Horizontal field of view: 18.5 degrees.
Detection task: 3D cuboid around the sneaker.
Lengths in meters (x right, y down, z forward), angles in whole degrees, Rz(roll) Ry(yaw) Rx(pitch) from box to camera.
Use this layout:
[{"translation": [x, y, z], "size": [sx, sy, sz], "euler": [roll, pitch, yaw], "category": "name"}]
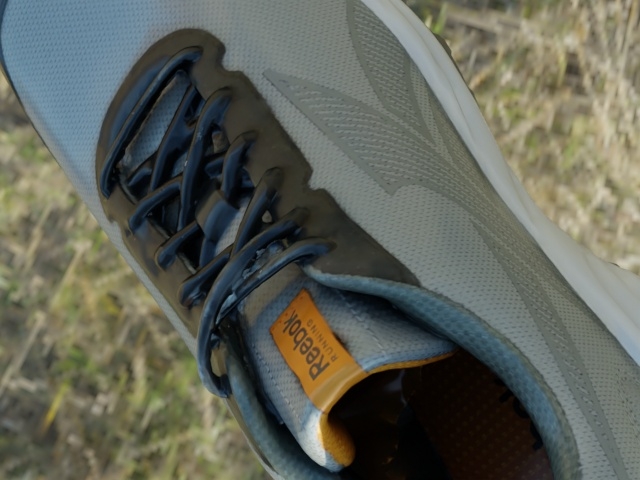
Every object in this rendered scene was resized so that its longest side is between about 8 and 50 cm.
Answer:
[{"translation": [0.000, 0.000, 0.502], "size": [0.271, 0.108, 0.100], "euler": [44, 113, 25], "category": "sneaker"}]
